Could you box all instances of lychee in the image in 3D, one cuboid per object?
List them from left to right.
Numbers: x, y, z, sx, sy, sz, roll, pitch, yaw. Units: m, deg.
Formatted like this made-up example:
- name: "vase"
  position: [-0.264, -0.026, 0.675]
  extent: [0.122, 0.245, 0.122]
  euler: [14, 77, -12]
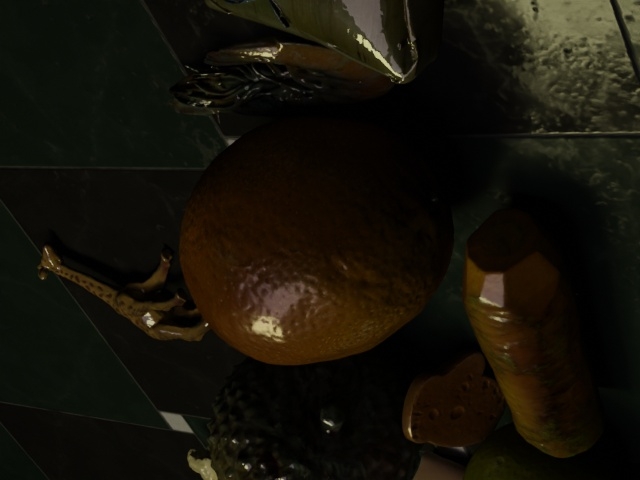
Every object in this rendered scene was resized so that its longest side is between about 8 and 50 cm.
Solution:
- name: "lychee"
  position: [-0.008, 0.231, 1.626]
  extent: [0.255, 0.255, 0.274]
  euler: [31, 151, 2]

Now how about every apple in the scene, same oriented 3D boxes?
- name: "apple"
  position: [0.246, 0.296, 1.570]
  extent: [0.157, 0.196, 0.196]
  euler: [39, 158, 44]

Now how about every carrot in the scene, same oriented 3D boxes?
- name: "carrot"
  position: [0.216, 0.096, 1.402]
  extent: [0.114, 0.114, 0.302]
  euler: [10, 143, 31]

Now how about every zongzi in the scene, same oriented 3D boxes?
- name: "zongzi"
  position: [-0.002, -0.269, 1.113]
  extent: [0.228, 0.115, 0.256]
  euler: [22, 139, 23]

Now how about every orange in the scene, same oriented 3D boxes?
- name: "orange"
  position: [0.000, 0.000, 1.332]
  extent: [0.264, 0.264, 0.264]
  euler: [22, 145, 16]

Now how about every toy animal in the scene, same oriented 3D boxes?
- name: "toy animal"
  position: [-0.247, 0.067, 1.794]
  extent: [0.275, 0.054, 0.149]
  euler: [7, 136, 35]

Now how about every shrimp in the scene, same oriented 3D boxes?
- name: "shrimp"
  position: [-0.069, -0.156, 1.304]
  extent: [0.296, 0.058, 0.169]
  euler: [-1, 167, 38]

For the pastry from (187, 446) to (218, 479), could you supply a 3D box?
- name: "pastry"
  position: [-0.110, 0.389, 2.057]
  extent: [0.121, 0.089, 0.258]
  euler: [20, 142, 41]

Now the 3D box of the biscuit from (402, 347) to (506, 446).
- name: "biscuit"
  position: [0.154, 0.177, 1.566]
  extent: [0.140, 0.118, 0.023]
  euler: [16, -174, -36]

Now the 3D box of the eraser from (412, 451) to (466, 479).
- name: "eraser"
  position: [0.256, 0.381, 1.760]
  extent: [0.290, 0.087, 0.171]
  euler: [20, 148, 19]
